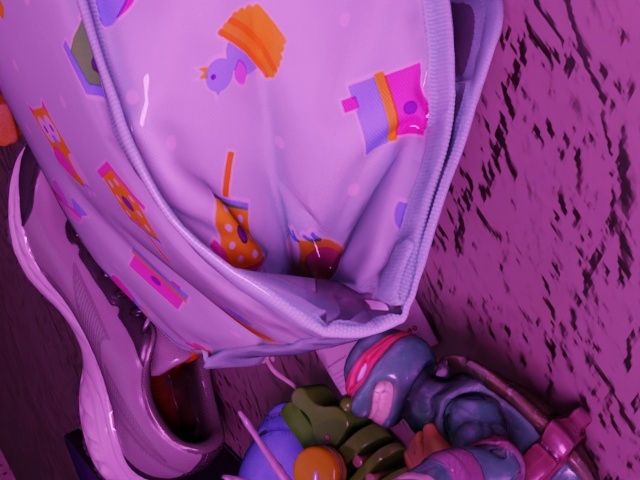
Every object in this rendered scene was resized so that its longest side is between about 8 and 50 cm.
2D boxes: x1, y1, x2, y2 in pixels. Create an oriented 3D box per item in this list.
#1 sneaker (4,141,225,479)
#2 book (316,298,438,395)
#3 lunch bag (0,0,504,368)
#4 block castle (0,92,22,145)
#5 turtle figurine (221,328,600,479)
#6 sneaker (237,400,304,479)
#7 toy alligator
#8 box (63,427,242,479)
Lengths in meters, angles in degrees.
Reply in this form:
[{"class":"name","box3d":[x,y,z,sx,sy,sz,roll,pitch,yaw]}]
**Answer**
[{"class":"sneaker","box3d":[-0.135,0.042,1.142,0.108,0.100,0.271,-17,94,47]},{"class":"book","box3d":[0.000,0.000,0.792,0.144,0.035,0.096,63,158,6]},{"class":"lunch bag","box3d":[-0.044,-0.079,0.618,0.223,0.160,0.262,-17,91,71]},{"class":"block castle","box3d":[-0.242,-0.187,0.800,0.213,0.303,0.453,-131,24,-55]},{"class":"turtle figurine","box3d":[0.062,0.110,0.627,0.234,0.118,0.175,42,169,19]},{"class":"sneaker","box3d":[-0.008,0.168,0.996,0.209,0.069,0.082,80,-169,-58]},{"class":"toy alligator","box3d":[0.016,0.109,0.860,0.051,0.056,0.189,-41,68,27]},{"class":"box","box3d":[-0.087,0.252,1.240,0.261,0.103,0.184,33,146,58]}]
